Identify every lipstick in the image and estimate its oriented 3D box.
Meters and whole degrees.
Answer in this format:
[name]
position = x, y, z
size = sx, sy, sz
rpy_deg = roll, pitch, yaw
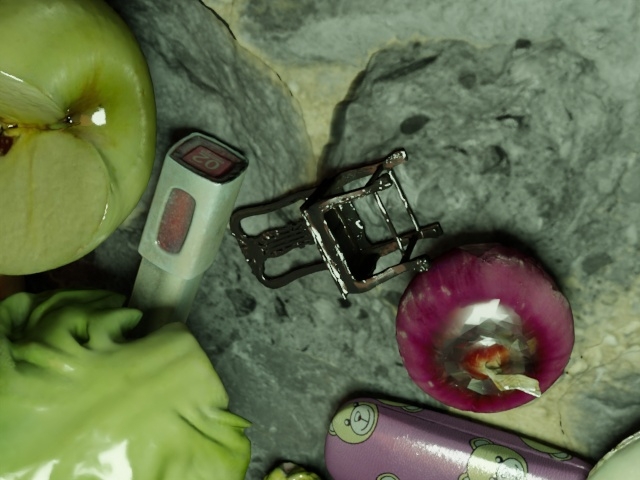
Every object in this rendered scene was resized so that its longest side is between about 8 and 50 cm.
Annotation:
[lipstick]
position = -0.156, 0.009, 1.236
size = 0.079, 0.077, 0.253
rpy_deg = 30, 125, 9

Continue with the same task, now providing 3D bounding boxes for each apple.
[apple]
position = -0.300, -0.133, 1.131
size = 0.257, 0.233, 0.295
rpy_deg = 4, 127, 33

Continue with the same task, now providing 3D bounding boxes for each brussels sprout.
[brussels sprout]
position = -0.295, 0.277, 1.206
size = 0.342, 0.361, 0.425
rpy_deg = 36, 141, 17

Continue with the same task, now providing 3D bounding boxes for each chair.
[chair]
position = 0.000, 0.000, 1.162
size = 0.229, 0.113, 0.106
rpy_deg = -21, 104, 23

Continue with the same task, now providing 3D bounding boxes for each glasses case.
[glasses case]
position = 0.158, 0.261, 1.246
size = 0.316, 0.076, 0.123
rpy_deg = 16, 118, 10

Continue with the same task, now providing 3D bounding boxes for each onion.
[onion]
position = 0.162, 0.089, 1.124
size = 0.177, 0.153, 0.177
rpy_deg = 16, 123, 27

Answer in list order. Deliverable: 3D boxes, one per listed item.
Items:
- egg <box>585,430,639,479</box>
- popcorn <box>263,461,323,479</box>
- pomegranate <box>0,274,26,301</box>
[egg]
position = 0.388, 0.320, 1.115
size = 0.286, 0.174, 0.264
rpy_deg = -31, 110, 19
[popcorn]
position = -0.030, 0.333, 1.324
size = 0.145, 0.126, 0.126
rpy_deg = 0, 127, 39
[pomegranate]
position = -0.430, 0.059, 1.298
size = 0.191, 0.191, 0.191
rpy_deg = 8, 117, 16
